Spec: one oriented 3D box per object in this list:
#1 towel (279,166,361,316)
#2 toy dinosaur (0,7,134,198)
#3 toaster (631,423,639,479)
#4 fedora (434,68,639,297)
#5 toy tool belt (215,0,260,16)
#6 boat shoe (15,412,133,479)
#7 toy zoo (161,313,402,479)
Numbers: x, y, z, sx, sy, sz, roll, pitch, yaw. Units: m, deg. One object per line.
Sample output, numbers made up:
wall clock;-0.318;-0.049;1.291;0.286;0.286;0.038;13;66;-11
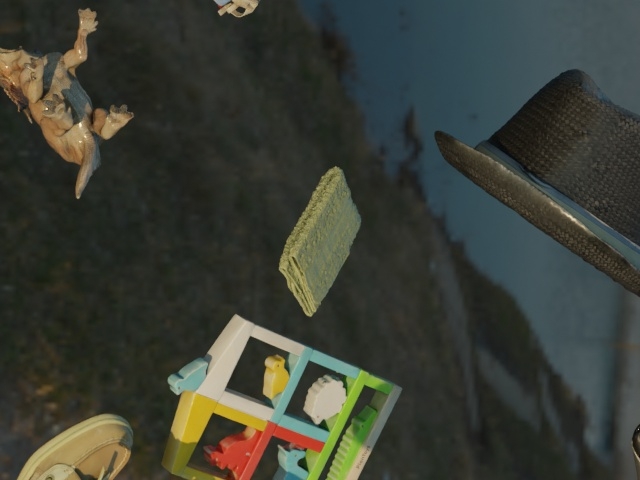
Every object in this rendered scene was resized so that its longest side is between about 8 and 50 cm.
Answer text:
towel;0.000;0.000;1.764;0.148;0.027;0.110;-62;150;-29
toy dinosaur;-0.351;-0.175;2.136;0.296;0.127;0.200;65;-28;15
toaster;0.332;0.186;1.162;0.168;0.185;0.110;55;-9;35
fedora;0.273;-0.067;1.570;0.152;0.334;0.334;-55;160;6
toy tool belt;-0.065;-0.196;1.182;0.083;0.052;0.051;-48;179;44
boat shoe;-0.313;0.319;1.801;0.285;0.089;0.104;-46;138;2
toy zoo;-0.057;0.206;1.813;0.293;0.030;0.192;25;92;-35
